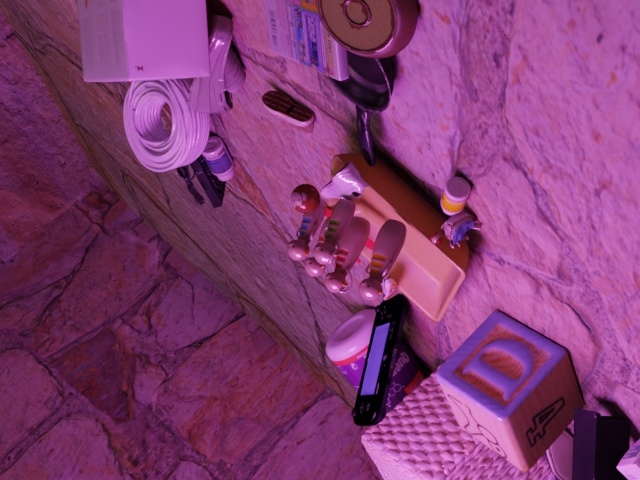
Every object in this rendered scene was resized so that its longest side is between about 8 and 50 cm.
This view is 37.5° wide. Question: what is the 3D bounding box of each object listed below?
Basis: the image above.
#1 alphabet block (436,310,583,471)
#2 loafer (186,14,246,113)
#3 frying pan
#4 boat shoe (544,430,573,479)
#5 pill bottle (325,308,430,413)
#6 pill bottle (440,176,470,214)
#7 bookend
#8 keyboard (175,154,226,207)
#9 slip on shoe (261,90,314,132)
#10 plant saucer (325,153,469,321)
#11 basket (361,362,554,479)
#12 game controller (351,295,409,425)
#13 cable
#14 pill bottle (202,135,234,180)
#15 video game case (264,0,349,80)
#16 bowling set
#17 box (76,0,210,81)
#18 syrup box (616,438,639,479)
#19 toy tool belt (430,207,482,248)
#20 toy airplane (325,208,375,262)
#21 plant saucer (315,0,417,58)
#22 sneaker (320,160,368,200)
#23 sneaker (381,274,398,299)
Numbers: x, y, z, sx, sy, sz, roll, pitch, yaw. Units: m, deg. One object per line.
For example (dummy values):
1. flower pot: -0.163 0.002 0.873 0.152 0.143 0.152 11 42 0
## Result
1. alphabet block: 0.373 0.294 1.847 0.192 0.193 0.197 33 159 44
2. loafer: -0.209 -0.364 1.973 0.111 0.112 0.319 10 160 -10
3. frying pan: 0.080 -0.247 1.562 0.197 0.053 0.326 22 150 55
4. boat shoe: 0.533 0.489 2.094 0.079 0.084 0.233 26 157 50
5. pill bottle: 0.172 0.352 2.518 0.323 0.181 0.181 51 164 -15
6. pill bottle: 0.229 -0.073 1.610 0.043 0.043 0.083 43 163 15
7. bookend: 0.564 0.401 1.789 0.072 0.156 0.157 174 99 -71
8. keyboard: -0.321 -0.201 2.514 0.033 0.202 0.317 -2 143 19
9. slip on shoe: -0.065 -0.261 1.916 0.135 0.051 0.041 29 155 28
10. plant saucer: 0.160 -0.017 1.859 0.333 0.081 0.333 43 164 13
11. basket: 0.332 0.508 2.236 0.331 0.328 0.266 19 144 59
12. game controller: 0.144 0.291 2.271 0.067 0.319 0.166 15 165 -4
13. cable: -0.384 -0.302 2.325 0.257 0.089 0.257 52 127 17
14. pill bottle: -0.272 -0.216 2.514 0.067 0.067 0.120 35 160 37
15. video game case: -0.029 -0.375 1.477 0.193 0.023 0.212 32 139 44
16. bowling set: 0.000 0.000 1.750 0.199 0.154 0.287 29 168 -26
17. box: -0.367 -0.433 1.912 0.345 0.168 0.215 17 112 61
18. syrup box: 0.655 0.452 1.672 0.237 0.096 0.093 44 164 9
19. toy tool belt: 0.240 -0.014 1.655 0.051 0.083 0.052 44 172 20
20. toy airplane: 0.057 -0.007 1.950 0.151 0.028 0.151 41 162 16
21. plant saucer: 0.058 -0.332 1.349 0.168 0.029 0.168 22 137 22
22. sneaker: 0.043 -0.095 1.734 0.061 0.054 0.152 45 163 -2
23. sneaker: 0.143 0.097 1.985 0.037 0.032 0.083 56 163 20
